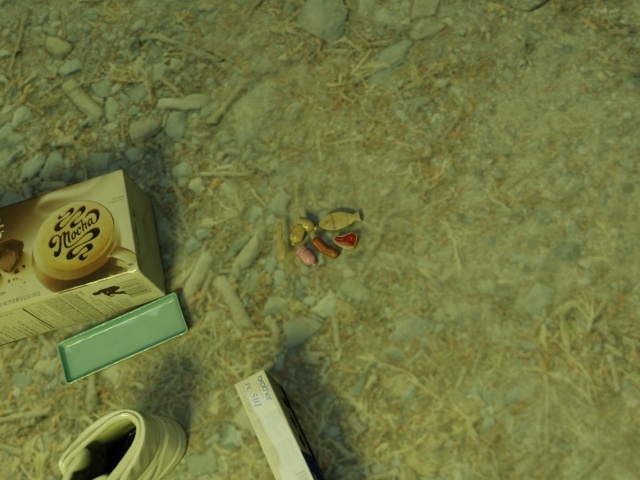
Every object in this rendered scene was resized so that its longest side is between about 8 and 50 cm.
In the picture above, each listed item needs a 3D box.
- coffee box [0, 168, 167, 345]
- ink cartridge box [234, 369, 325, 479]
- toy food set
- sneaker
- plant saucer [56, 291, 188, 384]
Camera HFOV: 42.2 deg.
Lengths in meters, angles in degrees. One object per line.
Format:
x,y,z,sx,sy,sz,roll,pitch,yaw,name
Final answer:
-0.392,0.032,1.210,0.297,0.119,0.168,-16,65,5,coffee box
-0.037,0.271,1.047,0.046,0.097,0.207,-28,66,0,ink cartridge box
0.000,0.000,1.196,0.122,0.019,0.077,-5,67,2,toy food set
-0.306,0.331,1.042,0.108,0.169,0.292,34,80,20,sneaker
-0.284,0.143,1.197,0.192,0.018,0.067,-23,65,1,plant saucer
